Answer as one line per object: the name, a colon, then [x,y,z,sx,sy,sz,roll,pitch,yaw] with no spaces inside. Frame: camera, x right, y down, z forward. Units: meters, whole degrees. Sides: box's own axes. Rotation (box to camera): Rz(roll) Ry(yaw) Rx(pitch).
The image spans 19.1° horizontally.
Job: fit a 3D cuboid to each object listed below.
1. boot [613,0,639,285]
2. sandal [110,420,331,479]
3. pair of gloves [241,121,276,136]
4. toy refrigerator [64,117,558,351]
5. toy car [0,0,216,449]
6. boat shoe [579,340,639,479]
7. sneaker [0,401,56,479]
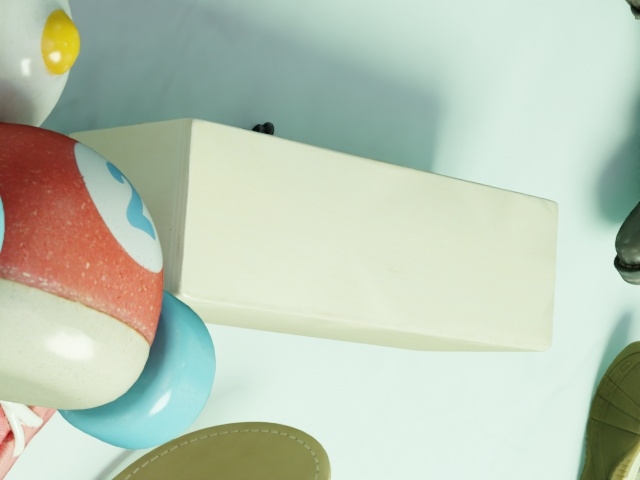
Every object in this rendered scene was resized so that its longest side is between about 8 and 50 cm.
boot: [0.200,-0.132,1.116,0.229,0.091,0.263,42,79,-22]
sandal: [-0.101,0.185,1.063,0.240,0.088,0.079,-28,145,-9]
pair of gloves: [-0.031,-0.021,1.065,0.083,0.010,0.074,39,83,-31]
toy refrigerator: [0.000,0.000,0.985,0.269,0.102,0.094,10,81,-43]
toy car: [-0.148,-0.058,0.799,0.219,0.210,0.238,40,60,-60]
boat shoe: [0.197,0.134,1.193,0.049,0.056,0.152,3,111,-31]
sneaker: [-0.172,0.082,0.953,0.314,0.136,0.116,-47,118,-8]
